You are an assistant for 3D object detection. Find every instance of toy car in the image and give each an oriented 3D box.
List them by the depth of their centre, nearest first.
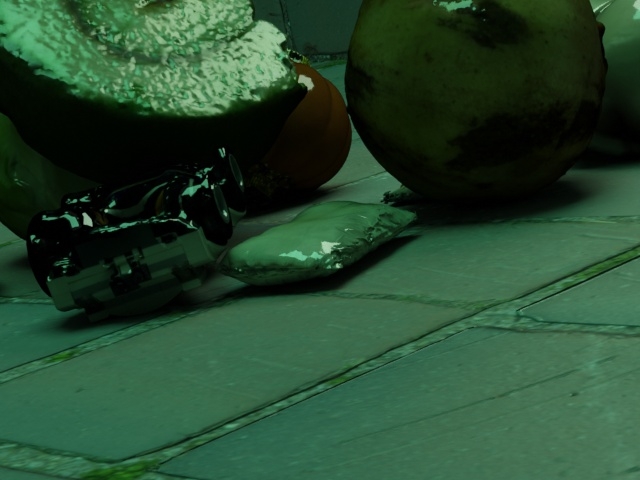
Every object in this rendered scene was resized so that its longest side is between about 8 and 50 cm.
[{"bbox_3d":[-0.162,-0.012,1.570,0.193,0.118,0.301,-19,8,7],"label":"toy car"}]

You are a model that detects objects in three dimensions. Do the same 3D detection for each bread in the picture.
[{"bbox_3d":[-0.198,-0.219,1.802,0.382,0.129,0.366,17,42,-5],"label":"bread"}]

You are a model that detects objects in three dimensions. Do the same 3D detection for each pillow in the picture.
[{"bbox_3d":[0.000,0.000,1.538,0.128,0.051,0.229,0,14,23],"label":"pillow"}]

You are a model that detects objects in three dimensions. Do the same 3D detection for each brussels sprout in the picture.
[{"bbox_3d":[-0.286,-0.090,1.892,0.219,0.210,0.271,11,5,-9],"label":"brussels sprout"}]

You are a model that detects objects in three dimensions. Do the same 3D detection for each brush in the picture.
[{"bbox_3d":[0.169,-0.082,1.936,0.090,0.017,0.314,-3,12,26],"label":"brush"}]

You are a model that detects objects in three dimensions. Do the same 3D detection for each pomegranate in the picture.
[{"bbox_3d":[0.164,-0.190,1.713,0.322,0.322,0.322,-10,10,2],"label":"pomegranate"}]

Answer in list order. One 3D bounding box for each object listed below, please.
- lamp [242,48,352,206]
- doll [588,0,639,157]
[{"bbox_3d":[-0.070,-0.142,2.006,0.223,0.197,0.223,14,-20,5],"label":"lamp"},{"bbox_3d":[0.335,-0.203,1.909,0.215,0.226,0.370,20,-1,-38],"label":"doll"}]
